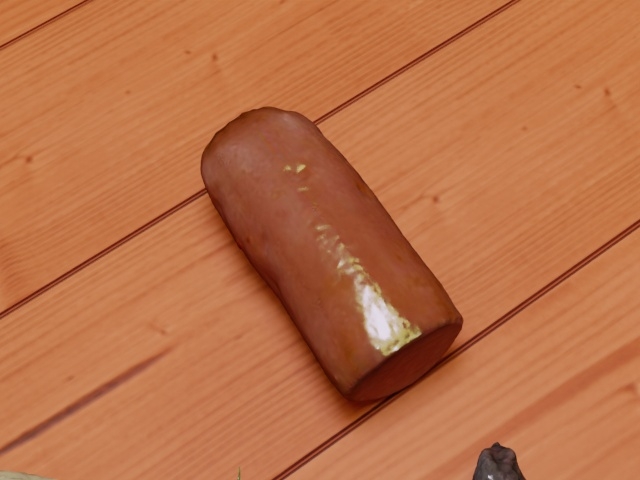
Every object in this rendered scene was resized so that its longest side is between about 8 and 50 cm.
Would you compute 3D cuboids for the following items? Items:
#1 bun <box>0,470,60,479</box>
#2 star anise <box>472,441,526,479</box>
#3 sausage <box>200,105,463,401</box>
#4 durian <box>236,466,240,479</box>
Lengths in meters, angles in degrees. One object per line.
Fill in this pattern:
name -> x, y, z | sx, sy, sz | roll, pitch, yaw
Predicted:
bun -> -0.189, 0.289, 0.710 | 0.364, 0.202, 0.364 | -17, 64, 40
star anise -> 0.090, 0.180, 0.857 | 0.219, 0.227, 0.148 | -16, 64, 5
sausage -> 0.000, 0.000, 1.032 | 0.114, 0.113, 0.259 | -27, 61, -15
durian -> -0.052, 0.331, 0.839 | 0.169, 0.158, 0.352 | -6, 49, -44
